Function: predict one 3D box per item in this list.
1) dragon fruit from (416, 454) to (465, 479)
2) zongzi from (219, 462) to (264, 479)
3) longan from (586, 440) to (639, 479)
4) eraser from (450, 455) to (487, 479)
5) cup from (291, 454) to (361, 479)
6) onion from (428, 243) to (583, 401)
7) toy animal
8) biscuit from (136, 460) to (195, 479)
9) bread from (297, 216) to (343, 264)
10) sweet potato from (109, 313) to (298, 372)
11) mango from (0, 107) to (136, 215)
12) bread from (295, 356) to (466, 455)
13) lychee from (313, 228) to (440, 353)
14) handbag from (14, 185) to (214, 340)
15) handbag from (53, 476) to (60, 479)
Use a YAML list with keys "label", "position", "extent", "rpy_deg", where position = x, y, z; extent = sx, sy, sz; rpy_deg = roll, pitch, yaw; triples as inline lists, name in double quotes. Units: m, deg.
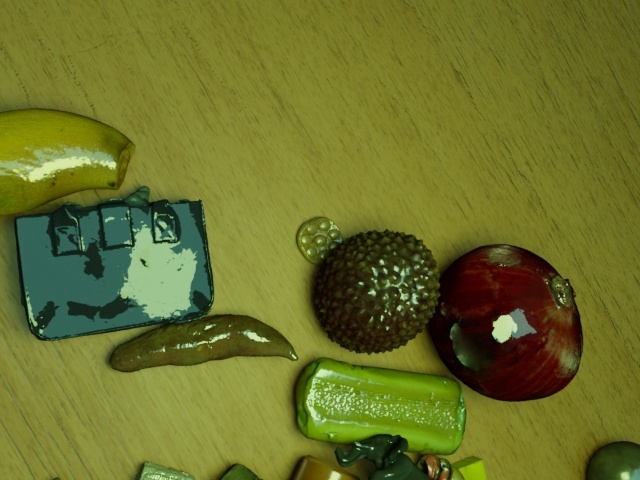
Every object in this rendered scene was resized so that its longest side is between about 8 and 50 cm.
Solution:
- label: "dragon fruit"
  position: [0.199, 0.594, 1.066]
  extent: [0.243, 0.228, 0.307]
  rpy_deg: [-6, 59, -11]
- label: "zongzi"
  position: [-0.209, 0.606, 0.994]
  extent: [0.138, 0.300, 0.286]
  rpy_deg: [24, 32, 9]
- label: "longan"
  position: [0.741, 0.585, 1.309]
  extent: [0.185, 0.159, 0.204]
  rpy_deg: [-44, 137, -4]
- label: "eraser"
  position: [0.332, 0.565, 1.215]
  extent: [0.097, 0.045, 0.123]
  rpy_deg: [-8, 84, -20]
- label: "cup"
  position: [-0.028, 0.552, 1.005]
  extent: [0.182, 0.226, 0.264]
  rpy_deg: [16, 66, 18]
- label: "onion"
  position: [0.381, 0.177, 1.154]
  extent: [0.341, 0.341, 0.342]
  rpy_deg: [3, 81, -20]
- label: "toy animal"
  position: [0.135, 0.458, 0.993]
  extent: [0.245, 0.115, 0.146]
  rpy_deg: [45, 52, 15]
- label: "biscuit"
  position: [-0.316, 0.537, 0.974]
  extent: [0.108, 0.062, 0.239]
  rpy_deg: [24, 75, -15]
- label: "bread"
  position: [0.000, 0.000, 1.191]
  extent: [0.110, 0.024, 0.110]
  rpy_deg: [3, 82, -20]
- label: "sweet potato"
  position: [-0.222, 0.193, 1.044]
  extent: [0.354, 0.095, 0.106]
  rpy_deg: [-1, 62, -12]
- label: "mango"
  position: [-0.517, -0.145, 0.958]
  extent: [0.359, 0.144, 0.187]
  rpy_deg: [-17, 73, -24]
- label: "bread"
  position: [0.128, 0.352, 1.137]
  extent: [0.383, 0.112, 0.166]
  rpy_deg: [12, 76, -16]
- label: "lychee"
  position: [0.121, 0.103, 1.100]
  extent: [0.267, 0.267, 0.268]
  rpy_deg: [3, 81, -20]
- label: "handbag"
  position: [-0.377, 0.030, 1.002]
  extent: [0.325, 0.118, 0.269]
  rpy_deg: [-6, 91, -22]
- label: "handbag"
  position: [-0.467, 0.565, 0.886]
  extent: [0.182, 0.117, 0.270]
  rpy_deg: [35, 72, 8]
